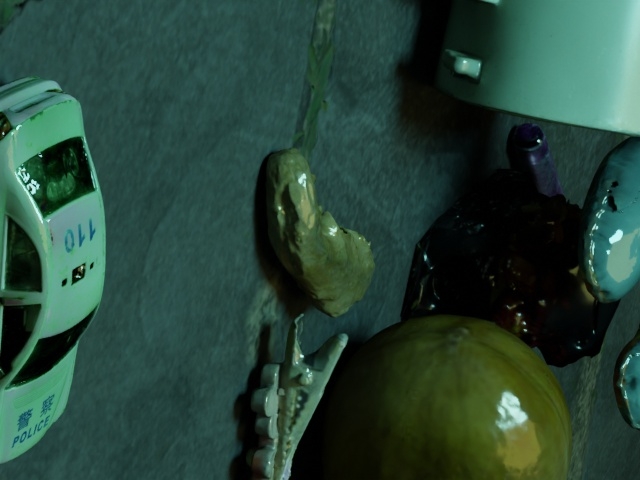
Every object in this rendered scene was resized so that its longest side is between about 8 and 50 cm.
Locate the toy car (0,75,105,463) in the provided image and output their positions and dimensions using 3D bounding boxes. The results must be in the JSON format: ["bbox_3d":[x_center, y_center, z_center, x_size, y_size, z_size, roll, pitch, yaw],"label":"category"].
[{"bbox_3d":[-0.164,0.025,1.092,0.090,0.076,0.224,-35,135,-55],"label":"toy car"}]

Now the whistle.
[{"bbox_3d":[0.207,-0.051,1.846,0.033,0.033,0.176,-62,152,-23],"label":"whistle"}]

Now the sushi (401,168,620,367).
[{"bbox_3d":[0.181,0.030,1.704,0.172,0.150,0.153,-5,109,-63],"label":"sushi"}]

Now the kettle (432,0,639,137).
[{"bbox_3d":[0.189,-0.255,1.551,0.205,0.265,0.318,-110,-149,-79],"label":"kettle"}]

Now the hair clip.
[{"bbox_3d":[-0.033,0.154,1.466,0.062,0.056,0.214,-51,158,-69],"label":"hair clip"}]

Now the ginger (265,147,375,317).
[{"bbox_3d":[-0.002,0.002,1.437,0.069,0.051,0.173,-68,156,-21],"label":"ginger"}]

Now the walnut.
[{"bbox_3d":[0.096,0.184,1.583,0.203,0.203,0.298,-51,162,-40],"label":"walnut"}]

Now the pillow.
[{"bbox_3d":[0.284,0.026,1.636,0.214,0.086,0.233,-40,120,-45],"label":"pillow"}]
